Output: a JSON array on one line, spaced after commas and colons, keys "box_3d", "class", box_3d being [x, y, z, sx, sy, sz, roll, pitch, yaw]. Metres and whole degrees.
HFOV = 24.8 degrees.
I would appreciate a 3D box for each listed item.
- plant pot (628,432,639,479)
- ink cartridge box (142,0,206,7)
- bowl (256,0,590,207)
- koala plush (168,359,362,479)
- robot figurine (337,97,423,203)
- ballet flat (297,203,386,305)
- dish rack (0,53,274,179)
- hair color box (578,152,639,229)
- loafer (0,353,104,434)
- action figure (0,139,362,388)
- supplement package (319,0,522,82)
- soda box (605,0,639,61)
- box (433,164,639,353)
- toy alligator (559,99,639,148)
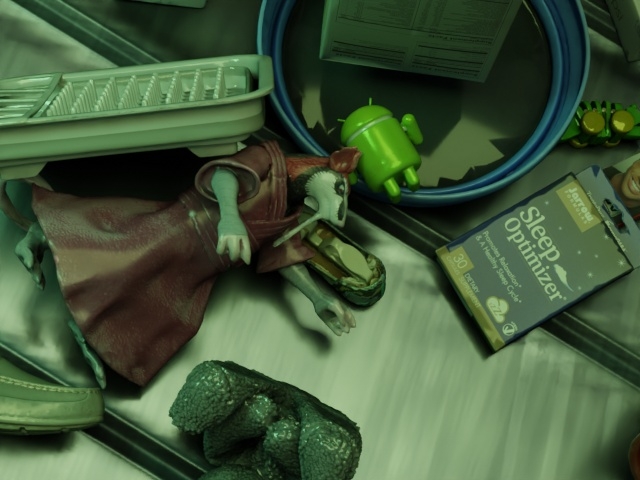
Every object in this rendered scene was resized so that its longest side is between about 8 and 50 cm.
[{"box_3d": [0.519, 0.187, 1.595, 0.272, 0.272, 0.265, 35, 62, 2], "class": "plant pot"}, {"box_3d": [-0.160, -0.416, 1.642, 0.117, 0.278, 0.201, 6, 71, -12], "class": "ink cartridge box"}, {"box_3d": [0.118, -0.224, 1.720, 0.391, 0.077, 0.391, 1, 74, -4], "class": "bowl"}, {"box_3d": [-0.076, 0.257, 1.512, 0.196, 0.203, 0.221, 25, 90, 8], "class": "koala plush"}, {"box_3d": [0.067, -0.099, 1.603, 0.101, 0.067, 0.115, -32, 78, 0], "class": "robot figurine"}, {"box_3d": [0.000, 0.000, 1.649, 0.188, 0.070, 0.070, 34, 69, 2], "class": "ballet flat"}, {"box_3d": [-0.212, -0.133, 1.546, 0.332, 0.285, 0.072, -7, 105, -1], "class": "dish rack"}, {"box_3d": [0.367, -0.058, 1.748, 0.141, 0.043, 0.072, -24, 78, -18], "class": "hair color box"}, {"box_3d": [-0.380, 0.138, 1.506, 0.319, 0.112, 0.112, 9, 79, -7], "class": "loafer"}, {"box_3d": [-0.120, -0.010, 1.566, 0.370, 0.248, 0.276, -32, 53, -6], "class": "action figure"}, {"box_3d": [0.114, -0.321, 1.570, 0.198, 0.263, 0.199, 8, 73, -2], "class": "supplement package"}, {"box_3d": [0.396, -0.340, 1.833, 0.073, 0.069, 0.216, -13, 75, -14], "class": "soda box"}, {"box_3d": [0.262, 0.015, 1.682, 0.225, 0.036, 0.136, -30, 79, -5], "class": "box"}, {"box_3d": [0.364, -0.146, 1.768, 0.189, 0.056, 0.051, -3, 74, -10], "class": "toy alligator"}]
